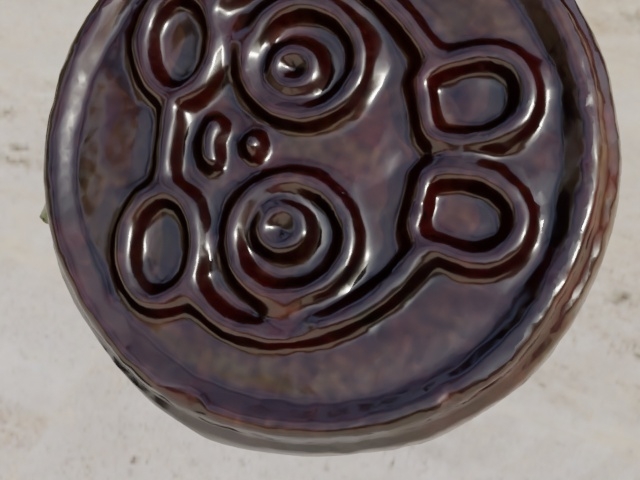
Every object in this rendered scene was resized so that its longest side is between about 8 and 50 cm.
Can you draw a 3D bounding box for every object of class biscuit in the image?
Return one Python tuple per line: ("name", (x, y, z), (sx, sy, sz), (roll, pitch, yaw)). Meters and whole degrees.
("biscuit", (-0.002, -0.057, 0.878), (0.407, 0.091, 0.407), (-2, 80, 13))

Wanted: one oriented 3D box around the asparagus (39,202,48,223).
("asparagus", (-0.317, -0.130, 1.881), (0.085, 0.343, 0.082), (25, 16, -12))
